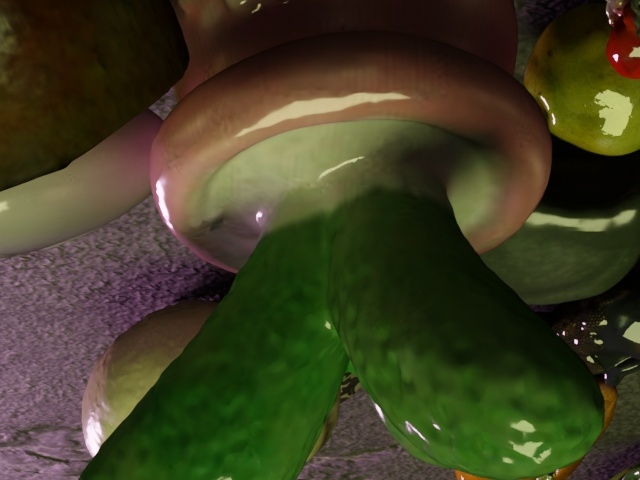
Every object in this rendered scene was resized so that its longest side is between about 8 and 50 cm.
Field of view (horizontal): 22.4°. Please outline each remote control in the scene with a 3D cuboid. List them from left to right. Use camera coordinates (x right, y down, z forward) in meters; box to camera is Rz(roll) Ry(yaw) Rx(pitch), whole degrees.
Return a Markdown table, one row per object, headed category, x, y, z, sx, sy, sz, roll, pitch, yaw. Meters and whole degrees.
| category | x | y | z | sx | sy | sz | roll | pitch | yaw |
| --- | --- | --- | --- | --- | --- | --- | --- | --- | --- |
| remote control | -0.252 | -0.034 | 0.998 | 0.332 | 0.104 | 0.221 | -6 | -172 | 14 |

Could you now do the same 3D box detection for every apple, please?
| category | x | y | z | sx | sy | sz | roll | pitch | yaw |
| --- | --- | --- | --- | --- | --- | --- | --- | --- | --- |
| apple | -0.190 | -0.119 | 0.773 | 0.254 | 0.179 | 0.346 | 16 | 180 | -28 |

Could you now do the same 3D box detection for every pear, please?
| category | x | y | z | sx | sy | sz | roll | pitch | yaw |
| --- | --- | --- | --- | --- | --- | --- | --- | --- | --- |
| pear | 0.171 | -0.100 | 0.953 | 0.097 | 0.092 | 0.092 | -35 | 154 | -14 |

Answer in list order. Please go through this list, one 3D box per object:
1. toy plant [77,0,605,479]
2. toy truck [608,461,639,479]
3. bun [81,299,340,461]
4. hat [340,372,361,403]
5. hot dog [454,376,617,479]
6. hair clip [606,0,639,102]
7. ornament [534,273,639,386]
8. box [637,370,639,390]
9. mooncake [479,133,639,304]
| category | x | y | z | sx | sy | sz | roll | pitch | yaw |
| --- | --- | --- | --- | --- | --- | --- | --- | --- | --- |
| toy plant | -0.003 | -0.006 | 0.858 | 0.317 | 0.356 | 0.210 | -20 | 153 | 30 |
| toy truck | 0.315 | 0.324 | 1.600 | 0.148 | 0.187 | 0.210 | 22 | 145 | -24 |
| bun | -0.089 | 0.116 | 1.309 | 0.222 | 0.128 | 0.222 | -9 | 151 | -5 |
| hat | -0.017 | 0.140 | 1.418 | 0.121 | 0.050 | 0.121 | 1 | 150 | 1 |
| hot dog | 0.196 | 0.190 | 1.485 | 0.100 | 0.068 | 0.249 | 8 | 150 | -11 |
| hair clip | 0.180 | -0.176 | 0.790 | 0.091 | 0.138 | 0.321 | 25 | 157 | 18 |
| ornament | 0.145 | 0.051 | 1.224 | 0.236 | 0.080 | 0.202 | 24 | 147 | -35 |
| box | 0.400 | 0.134 | 1.361 | 0.225 | 0.086 | 0.129 | 13 | 148 | -21 |
| mooncake | 0.130 | -0.033 | 1.052 | 0.175 | 0.104 | 0.168 | 28 | 144 | -36 |
